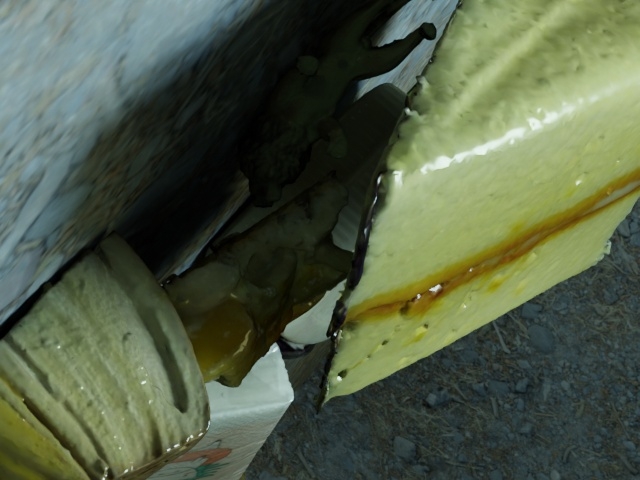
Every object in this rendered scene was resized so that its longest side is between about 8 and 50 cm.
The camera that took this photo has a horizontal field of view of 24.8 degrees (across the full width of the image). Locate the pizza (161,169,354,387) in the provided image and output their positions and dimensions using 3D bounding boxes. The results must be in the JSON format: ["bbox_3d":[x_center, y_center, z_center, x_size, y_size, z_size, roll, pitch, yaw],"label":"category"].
[{"bbox_3d":[-0.072,0.051,1.012,0.223,0.089,0.323,-30,-176,44],"label":"pizza"}]

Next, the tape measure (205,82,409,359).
[{"bbox_3d":[0.000,0.000,1.319,0.271,0.133,0.231,-47,166,-11],"label":"tape measure"}]

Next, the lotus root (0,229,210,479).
[{"bbox_3d":[-0.150,0.095,0.867,0.159,0.135,0.095,-33,169,-23],"label":"lotus root"}]

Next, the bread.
[{"bbox_3d":[0.070,-0.068,0.953,0.404,0.242,0.346,-23,153,-33],"label":"bread"}]

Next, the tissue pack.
[{"bbox_3d":[-0.140,0.179,1.281,0.170,0.071,0.325,-8,157,-18],"label":"tissue pack"}]

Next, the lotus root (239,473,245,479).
[{"bbox_3d":[-0.215,0.332,1.782,0.180,0.199,0.188,3,93,-45],"label":"lotus root"}]

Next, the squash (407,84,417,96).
[{"bbox_3d":[0.157,-0.092,1.660,0.123,0.187,0.123,-43,176,-3],"label":"squash"}]

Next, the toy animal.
[{"bbox_3d":[0.012,-0.111,0.991,0.220,0.069,0.086,-45,-165,14],"label":"toy animal"}]
